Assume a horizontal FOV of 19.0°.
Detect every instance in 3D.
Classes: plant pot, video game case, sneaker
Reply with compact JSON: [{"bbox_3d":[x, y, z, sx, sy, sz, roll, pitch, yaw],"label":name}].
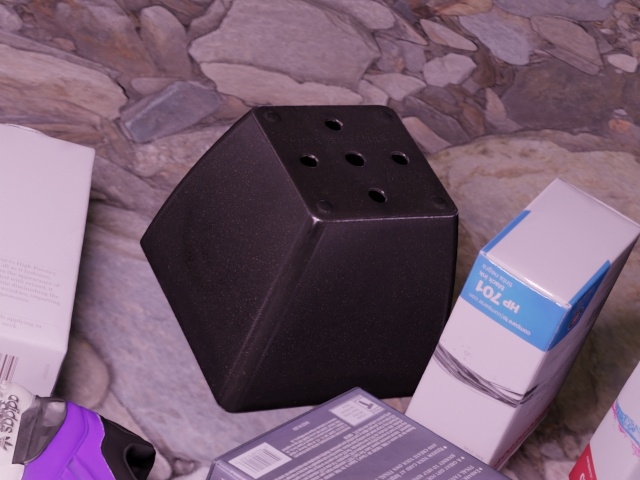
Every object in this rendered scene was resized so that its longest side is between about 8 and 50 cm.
[{"bbox_3d":[0.000,0.000,1.442,0.188,0.167,0.187,-2,45,-31],"label":"plant pot"},{"bbox_3d":[0.084,0.197,1.301,0.274,0.026,0.196,30,25,23],"label":"video game case"},{"bbox_3d":[-0.153,0.206,1.166,0.146,0.102,0.293,17,38,-11],"label":"sneaker"}]

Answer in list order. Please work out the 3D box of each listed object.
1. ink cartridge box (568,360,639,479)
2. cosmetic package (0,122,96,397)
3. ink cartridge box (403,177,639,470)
[{"bbox_3d":[0.278,0.152,1.402,0.127,0.175,0.072,13,39,-14],"label":"ink cartridge box"},{"bbox_3d":[-0.233,0.017,1.366,0.117,0.085,0.231,16,36,-11],"label":"cosmetic package"},{"bbox_3d":[0.147,0.070,1.417,0.082,0.190,0.139,34,38,14],"label":"ink cartridge box"}]
